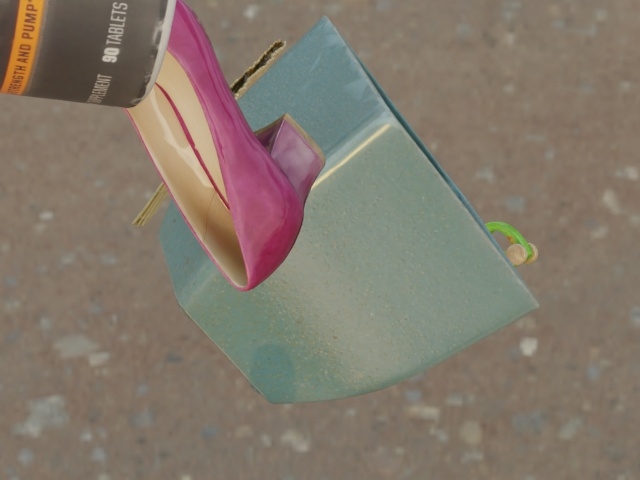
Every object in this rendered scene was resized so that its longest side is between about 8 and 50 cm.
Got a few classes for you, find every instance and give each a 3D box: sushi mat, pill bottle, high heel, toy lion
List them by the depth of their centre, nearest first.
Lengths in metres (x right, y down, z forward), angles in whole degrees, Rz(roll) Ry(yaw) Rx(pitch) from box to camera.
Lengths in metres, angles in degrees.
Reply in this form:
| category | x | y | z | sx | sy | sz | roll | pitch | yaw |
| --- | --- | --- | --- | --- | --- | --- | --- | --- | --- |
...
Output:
| category | x | y | z | sx | sy | sz | roll | pitch | yaw |
| --- | --- | --- | --- | --- | --- | --- | --- | --- | --- |
| pill bottle | -0.197 | -0.139 | 0.792 | 0.245 | 0.130 | 0.130 | 6 | 37 | -16 |
| high heel | -0.106 | -0.077 | 1.053 | 0.082 | 0.244 | 0.117 | -25 | 29 | 44 |
| toy lion | 0.181 | 0.017 | 1.877 | 0.034 | 0.100 | 0.096 | -6 | 48 | -52 |
| sushi mat | -0.148 | -0.136 | 2.201 | 0.019 | 0.316 | 0.151 | 40 | 49 | -1 |

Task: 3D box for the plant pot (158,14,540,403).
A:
| category | x | y | z | sx | sy | sz | roll | pitch | yaw |
| --- | --- | --- | --- | --- | --- | --- | --- | --- | --- |
| plant pot | 0.000 | 0.000 | 1.503 | 0.252 | 0.248 | 0.247 | -37 | 29 | 6 |
